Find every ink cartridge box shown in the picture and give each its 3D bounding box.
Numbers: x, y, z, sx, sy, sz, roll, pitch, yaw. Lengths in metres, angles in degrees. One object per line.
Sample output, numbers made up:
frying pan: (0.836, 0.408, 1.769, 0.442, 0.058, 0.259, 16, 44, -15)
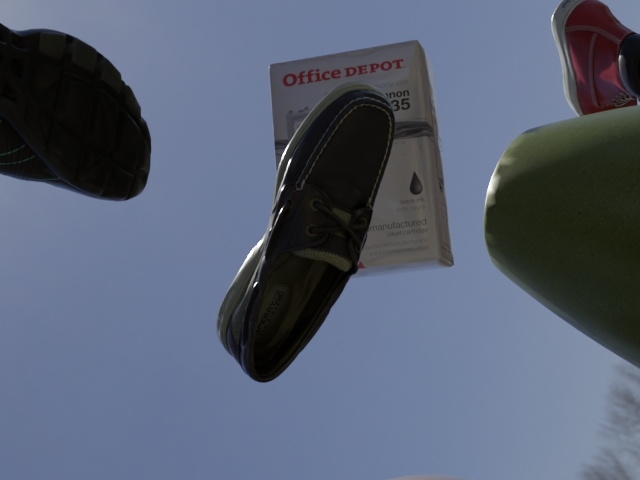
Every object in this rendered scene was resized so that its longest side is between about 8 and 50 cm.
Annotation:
ink cartridge box: (0.050, -0.097, 1.446, 0.117, 0.207, 0.283, 26, -122, -73)

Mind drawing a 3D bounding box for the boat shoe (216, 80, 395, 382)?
boat shoe: (-0.001, 0.000, 0.785, 0.080, 0.073, 0.224, 20, -74, -29)

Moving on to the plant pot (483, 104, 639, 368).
plant pot: (0.293, -0.006, 0.914, 0.274, 0.293, 0.275, -19, -64, -44)

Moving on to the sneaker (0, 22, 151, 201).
sneaker: (-0.221, -0.095, 0.721, 0.267, 0.106, 0.101, 30, -124, -46)

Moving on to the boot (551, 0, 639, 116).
boot: (0.393, -0.188, 1.423, 0.088, 0.176, 0.244, -41, -41, -3)

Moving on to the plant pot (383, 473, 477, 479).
plant pot: (0.076, 0.329, 0.994, 0.191, 0.284, 0.284, -163, 90, -73)
